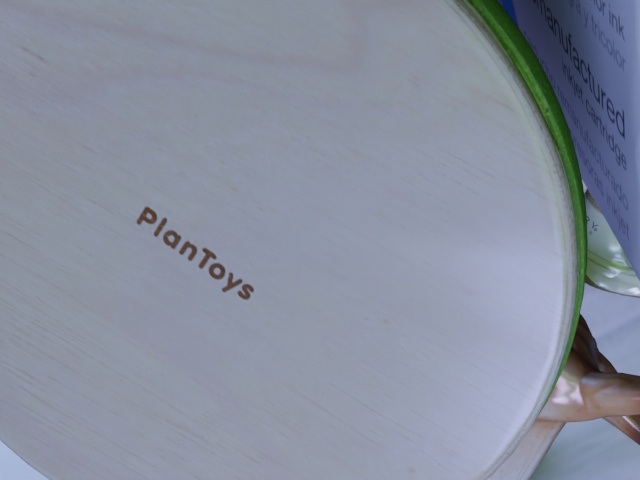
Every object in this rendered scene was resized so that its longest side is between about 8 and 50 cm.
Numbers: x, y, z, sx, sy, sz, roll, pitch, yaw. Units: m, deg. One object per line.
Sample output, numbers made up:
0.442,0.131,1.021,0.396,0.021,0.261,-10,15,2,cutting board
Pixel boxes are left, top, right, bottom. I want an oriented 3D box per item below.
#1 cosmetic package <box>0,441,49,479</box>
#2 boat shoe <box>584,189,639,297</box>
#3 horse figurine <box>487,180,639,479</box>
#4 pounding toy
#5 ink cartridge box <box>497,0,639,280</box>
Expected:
-0.133,0.081,0.606,0.231,0.085,0.117,-5,125,-12,cosmetic package
0.156,-0.002,0.638,0.135,0.050,0.045,3,129,-16,boat shoe
0.076,0.087,0.649,0.174,0.066,0.263,27,133,9,horse figurine
0.000,0.000,0.472,0.183,0.110,0.237,-22,107,27,pounding toy
0.135,-0.167,0.424,0.197,0.198,0.270,-13,126,-4,ink cartridge box
